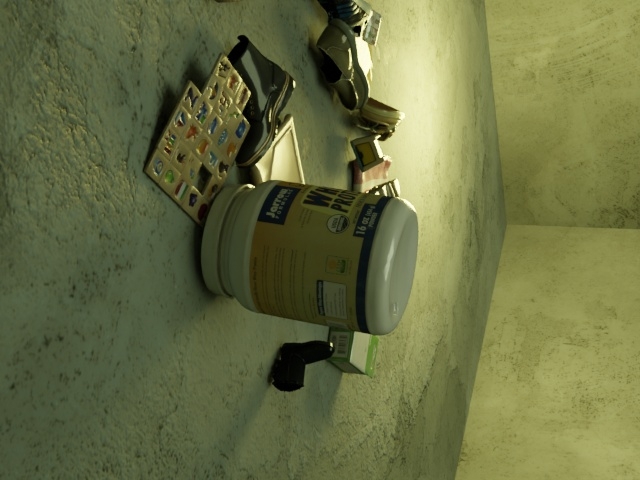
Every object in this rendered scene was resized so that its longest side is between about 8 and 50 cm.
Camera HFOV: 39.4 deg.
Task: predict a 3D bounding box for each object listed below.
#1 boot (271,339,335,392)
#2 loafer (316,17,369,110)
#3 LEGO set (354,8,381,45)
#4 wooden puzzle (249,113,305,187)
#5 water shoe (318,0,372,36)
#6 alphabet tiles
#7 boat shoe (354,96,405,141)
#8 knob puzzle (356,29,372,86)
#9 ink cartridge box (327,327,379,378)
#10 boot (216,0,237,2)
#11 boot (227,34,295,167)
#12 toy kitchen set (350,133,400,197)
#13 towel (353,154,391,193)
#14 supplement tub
[{"bbox_3d":[-0.036,0.248,1.763,0.099,0.121,0.045,-77,156,-43],"label":"boot"},{"bbox_3d":[0.038,-0.371,1.955,0.087,0.094,0.251,-42,144,-15],"label":"loafer"},{"bbox_3d":[0.086,-0.589,2.040,0.182,0.060,0.244,9,93,-55],"label":"LEGO set"},{"bbox_3d":[-0.081,-0.098,1.712,0.238,0.044,0.220,-65,150,-55],"label":"wooden puzzle"},{"bbox_3d":[0.043,-0.492,1.912,0.203,0.073,0.080,9,99,-52],"label":"water shoe"},{"bbox_3d":[-0.180,-0.165,1.403,0.237,0.009,0.198,-67,154,-16],"label":"alphabet tiles"},{"bbox_3d":[0.147,-0.290,2.188,0.089,0.105,0.285,-64,167,8],"label":"boat shoe"},{"bbox_3d":[0.085,-0.425,2.128,0.213,0.030,0.213,2,90,-70],"label":"knob puzzle"},{"bbox_3d":[0.079,0.259,2.149,0.209,0.062,0.108,46,50,-63],"label":"ink cartridge box"},{"bbox_3d":[-0.115,-0.511,1.485,0.248,0.090,0.206,-38,130,-59],"label":"boot"},{"bbox_3d":[-0.133,-0.238,1.536,0.137,0.077,0.197,39,60,-44],"label":"boot"},{"bbox_3d":[0.082,-0.144,2.079,0.166,0.122,0.207,68,25,-8],"label":"toy kitchen set"},{"bbox_3d":[0.133,-0.053,2.297,0.237,0.037,0.328,-22,113,-67],"label":"towel"},{"bbox_3d":[-0.014,0.022,1.475,0.228,0.316,0.228,9,90,-73],"label":"supplement tub"}]
